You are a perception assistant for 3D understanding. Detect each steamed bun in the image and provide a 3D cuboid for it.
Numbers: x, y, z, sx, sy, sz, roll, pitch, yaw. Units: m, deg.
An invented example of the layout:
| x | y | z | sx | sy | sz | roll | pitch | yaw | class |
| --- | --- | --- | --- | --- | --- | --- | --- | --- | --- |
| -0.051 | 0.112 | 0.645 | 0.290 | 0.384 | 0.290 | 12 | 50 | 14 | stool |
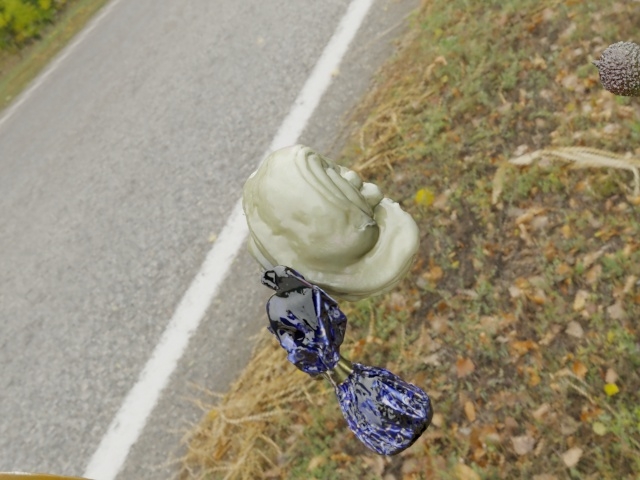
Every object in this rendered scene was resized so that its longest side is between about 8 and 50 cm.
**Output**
| x | y | z | sx | sy | sz | roll | pitch | yaw | class |
| --- | --- | --- | --- | --- | --- | --- | --- | --- | --- |
| 0.000 | 0.000 | 1.399 | 0.247 | 0.339 | 0.352 | -61 | 14 | -13 | steamed bun |

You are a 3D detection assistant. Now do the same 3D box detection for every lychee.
| x | y | z | sx | sy | sz | roll | pitch | yaw | class |
| --- | --- | --- | --- | --- | --- | --- | --- | --- | --- |
| 0.361 | -0.200 | 0.885 | 0.083 | 0.068 | 0.067 | 16 | 59 | 17 | lychee |

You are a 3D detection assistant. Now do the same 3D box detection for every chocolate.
| x | y | z | sx | sy | sz | roll | pitch | yaw | class |
| --- | --- | --- | --- | --- | --- | --- | --- | --- | --- |
| 0.018 | 0.181 | 1.146 | 0.148 | 0.343 | 0.126 | -27 | 20 | 49 | chocolate |

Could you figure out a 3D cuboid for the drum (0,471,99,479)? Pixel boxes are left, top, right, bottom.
| x | y | z | sx | sy | sz | roll | pitch | yaw | class |
| --- | --- | --- | --- | --- | --- | --- | --- | --- | --- |
| -0.289 | 0.335 | 0.535 | 0.431 | 0.431 | 0.214 | -25 | 53 | 21 | drum |
